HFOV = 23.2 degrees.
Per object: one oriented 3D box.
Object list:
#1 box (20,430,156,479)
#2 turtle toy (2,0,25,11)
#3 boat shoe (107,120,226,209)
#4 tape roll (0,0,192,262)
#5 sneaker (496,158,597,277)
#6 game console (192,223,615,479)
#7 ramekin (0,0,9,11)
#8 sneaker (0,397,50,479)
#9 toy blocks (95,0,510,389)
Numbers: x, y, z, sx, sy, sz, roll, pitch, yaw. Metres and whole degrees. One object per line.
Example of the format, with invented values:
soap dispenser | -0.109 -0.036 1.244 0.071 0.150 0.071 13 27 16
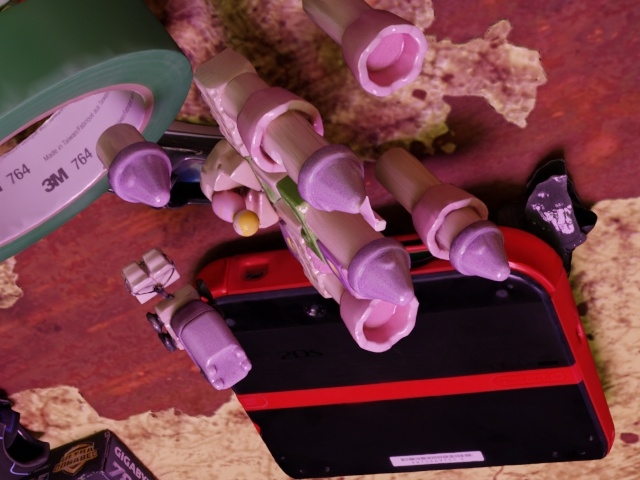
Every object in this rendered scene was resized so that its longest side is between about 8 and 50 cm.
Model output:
box | -0.292 0.381 1.866 0.293 0.073 0.295 -23 126 20
turtle toy | -0.264 -0.164 1.386 0.095 0.066 0.130 -17 130 11
boat shoe | -0.135 -0.061 1.465 0.229 0.076 0.080 4 131 -1
tape roll | -0.257 -0.080 1.297 0.077 0.321 0.321 52 124 10
sneaker | 0.234 0.000 1.519 0.089 0.051 0.170 -20 125 25
game console | 0.084 0.127 1.611 0.387 0.060 0.342 -7 137 20
ramekin | -0.345 -0.277 1.172 0.303 0.148 0.303 -5 116 -10
sneaker | -0.391 0.188 1.701 0.090 0.081 0.232 -24 133 18
toy blocks | 0.000 0.000 1.305 0.309 0.260 0.288 -35 137 -8
